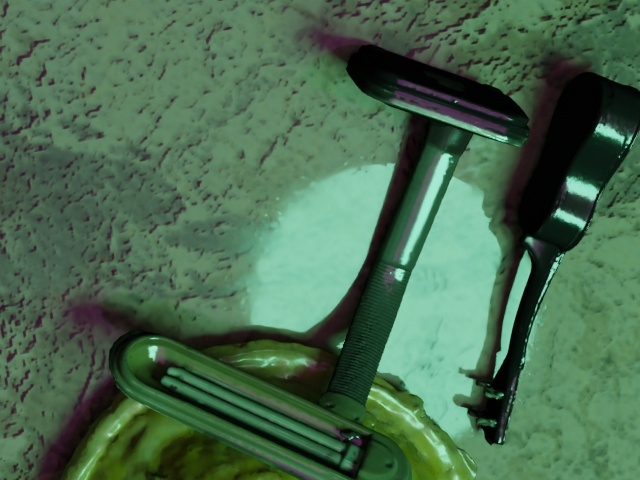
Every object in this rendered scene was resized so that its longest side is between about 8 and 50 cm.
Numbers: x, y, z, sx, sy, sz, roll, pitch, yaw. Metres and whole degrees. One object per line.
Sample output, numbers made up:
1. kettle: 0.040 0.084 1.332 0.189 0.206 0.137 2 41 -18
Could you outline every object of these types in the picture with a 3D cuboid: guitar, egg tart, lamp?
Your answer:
1. guitar: 0.151 0.017 0.864 0.038 0.084 0.271 17 102 -10
2. egg tart: -0.026 0.224 0.826 0.318 0.128 0.319 -2 97 -13
3. lamp: -0.002 0.002 0.800 0.203 0.124 0.283 20 89 -9
